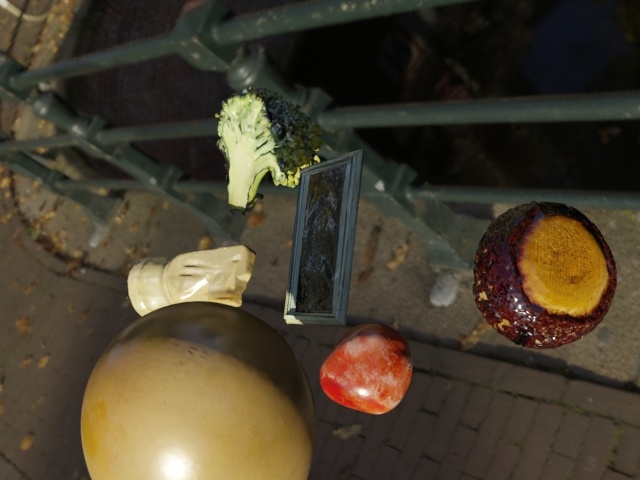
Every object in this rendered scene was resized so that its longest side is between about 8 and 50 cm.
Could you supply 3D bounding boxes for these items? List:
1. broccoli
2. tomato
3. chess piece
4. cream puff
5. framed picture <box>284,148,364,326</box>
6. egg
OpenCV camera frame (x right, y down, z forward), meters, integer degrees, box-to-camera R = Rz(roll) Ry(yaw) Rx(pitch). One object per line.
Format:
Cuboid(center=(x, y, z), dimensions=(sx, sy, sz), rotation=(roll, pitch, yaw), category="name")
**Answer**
Cuboid(center=(-0.100, -0.193, 1.880), dimensions=(0.242, 0.180, 0.272), rotation=(27, 122, 39), category="broccoli")
Cuboid(center=(0.084, 0.244, 1.732), dimensions=(0.187, 0.151, 0.187), rotation=(-22, 59, 42), category="tomato")
Cuboid(center=(-0.254, 0.081, 1.818), dimensions=(0.301, 0.137, 0.137), rotation=(-12, 55, 39), category="chess piece")
Cuboid(center=(0.349, 0.058, 1.432), dimensions=(0.165, 0.239, 0.239), rotation=(-35, 35, 65), category="cream puff")
Cuboid(center=(0.000, 0.000, 1.532), dimensions=(0.231, 0.018, 0.293), rotation=(-9, 73, 63), category="framed picture")
Cuboid(center=(-0.157, 0.251, 1.171), dimensions=(0.301, 0.301, 0.373), rotation=(-116, 24, -47), category="egg")
